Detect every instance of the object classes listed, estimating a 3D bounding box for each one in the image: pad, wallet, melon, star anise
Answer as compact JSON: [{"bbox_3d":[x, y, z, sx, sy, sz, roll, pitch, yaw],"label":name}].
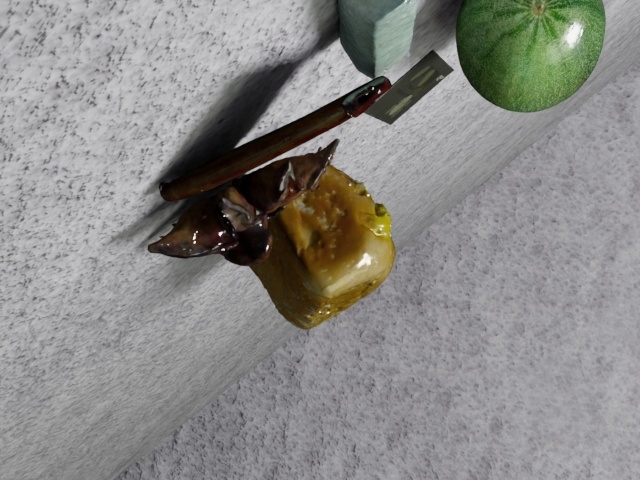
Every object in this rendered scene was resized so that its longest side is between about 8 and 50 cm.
[{"bbox_3d":[0.129,-0.215,1.613,0.127,0.004,0.190,-40,170,12],"label":"pad"},{"bbox_3d":[-0.041,-0.106,1.189,0.255,0.031,0.137,-23,-175,34],"label":"wallet"},{"bbox_3d":[0.256,-0.250,1.387,0.182,0.182,0.287,-38,169,-3],"label":"melon"},{"bbox_3d":[-0.080,-0.026,1.325,0.272,0.102,0.272,-31,-176,2],"label":"star anise"}]

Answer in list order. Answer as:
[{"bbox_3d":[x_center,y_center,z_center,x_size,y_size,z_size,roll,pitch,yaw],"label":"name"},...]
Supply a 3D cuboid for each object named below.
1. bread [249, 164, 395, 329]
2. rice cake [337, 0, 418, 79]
[{"bbox_3d":[0.000,0.000,1.565,0.176,0.195,0.246,-28,169,-19],"label":"bread"},{"bbox_3d":[0.055,-0.221,1.118,0.063,0.069,0.206,-38,174,-5],"label":"rice cake"}]
